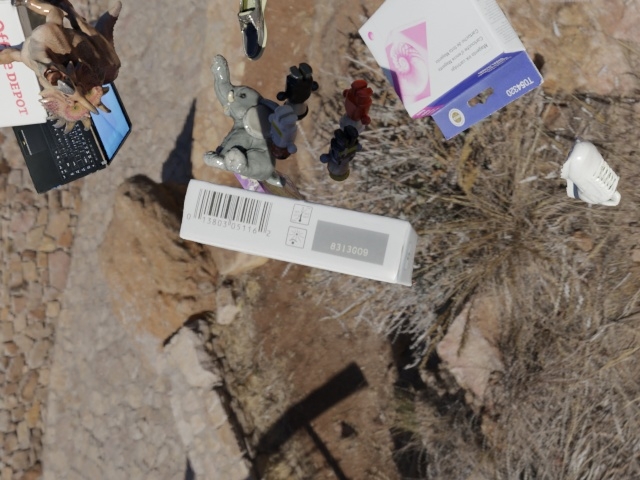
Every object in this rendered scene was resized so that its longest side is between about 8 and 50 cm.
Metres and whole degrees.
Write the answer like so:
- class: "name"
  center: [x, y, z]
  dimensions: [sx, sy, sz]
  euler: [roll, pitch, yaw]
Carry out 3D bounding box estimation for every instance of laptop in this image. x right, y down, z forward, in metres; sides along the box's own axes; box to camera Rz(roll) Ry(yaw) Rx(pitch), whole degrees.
- class: "laptop"
  center: [-0.579, -0.275, 1.439]
  dimensions: [0.264, 0.136, 0.234]
  euler: [-24, 76, -9]

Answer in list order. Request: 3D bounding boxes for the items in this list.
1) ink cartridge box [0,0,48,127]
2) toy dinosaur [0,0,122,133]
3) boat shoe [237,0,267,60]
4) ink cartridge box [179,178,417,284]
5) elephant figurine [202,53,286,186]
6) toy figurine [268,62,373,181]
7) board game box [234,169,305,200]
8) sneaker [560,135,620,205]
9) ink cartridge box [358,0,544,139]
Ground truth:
- class: "ink cartridge box"
  center: [-0.608, -0.289, 0.976]
  dimensions: [0.223, 0.307, 0.129]
  euler: [98, 158, -49]
- class: "toy dinosaur"
  center: [-0.356, -0.261, 0.928]
  dimensions: [0.200, 0.296, 0.127]
  euler: [38, 124, -3]
- class: "boat shoe"
  center: [-0.193, -0.609, 1.720]
  dimensions: [0.080, 0.073, 0.224]
  euler: [6, 93, 34]
- class: "ink cartridge box"
  center: [0.000, 0.000, 0.998]
  dimensions: [0.308, 0.385, 0.091]
  euler: [11, 89, 13]
- class: "elephant figurine"
  center: [-0.159, -0.266, 1.416]
  dimensions: [0.169, 0.186, 0.240]
  euler: [17, 93, 26]
- class: "toy figurine"
  center: [-0.003, -0.250, 1.351]
  dimensions: [0.148, 0.213, 0.210]
  euler: [107, 178, -59]
- class: "board game box"
  center: [-0.082, -0.074, 1.578]
  dimensions: [0.056, 0.208, 0.347]
  euler: [-45, 54, 13]
- class: "sneaker"
  center: [0.543, -0.133, 1.250]
  dimensions: [0.094, 0.235, 0.090]
  euler: [33, 94, 33]
- class: "ink cartridge box"
  center: [0.257, -0.394, 1.330]
  dimensions: [0.330, 0.071, 0.324]
  euler: [58, 152, -2]
